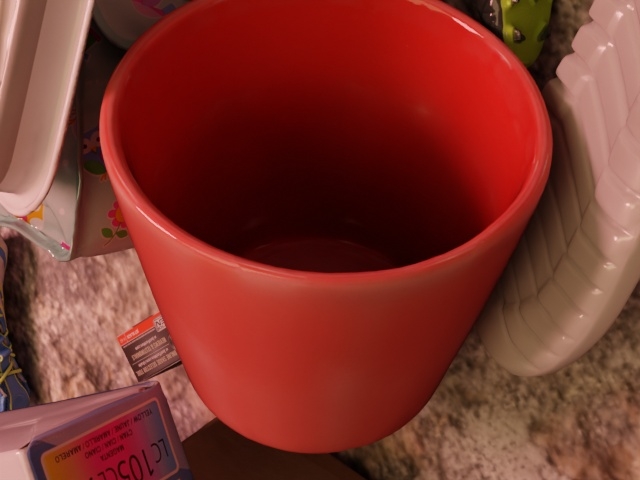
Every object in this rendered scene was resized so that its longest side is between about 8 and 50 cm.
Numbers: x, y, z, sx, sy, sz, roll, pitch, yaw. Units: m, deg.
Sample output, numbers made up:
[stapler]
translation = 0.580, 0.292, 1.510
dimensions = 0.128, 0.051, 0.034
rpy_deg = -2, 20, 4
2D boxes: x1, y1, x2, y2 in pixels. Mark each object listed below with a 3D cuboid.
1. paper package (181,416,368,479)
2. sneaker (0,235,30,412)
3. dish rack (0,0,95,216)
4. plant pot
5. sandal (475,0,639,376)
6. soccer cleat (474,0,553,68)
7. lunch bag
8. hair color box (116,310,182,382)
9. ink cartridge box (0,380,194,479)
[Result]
[paper package]
translation = -0.013, 0.353, 1.113
dimensions = 0.325, 0.168, 0.309
rpy_deg = 31, 121, 26
[sneaker]
translation = -0.322, 0.106, 1.340
dimensions = 0.126, 0.091, 0.240
rpy_deg = 31, 122, 5
[dish rack]
translation = -0.249, -0.197, 0.915
dimensions = 0.333, 0.072, 0.285
rpy_deg = 38, 117, 46
[plant pot]
translation = 0.000, 0.000, 0.923
dimensions = 0.275, 0.275, 0.243
rpy_deg = 35, 146, 24
[sandal]
translation = 0.206, -0.057, 0.847
dimensions = 0.416, 0.102, 0.169
rpy_deg = 113, 154, -44
[soccer cleat]
translation = 0.114, -0.201, 0.919
dimensions = 0.072, 0.060, 0.178
rpy_deg = -2, 96, 48
[lunch bag]
translation = -0.130, -0.138, 1.010
dimensions = 0.160, 0.223, 0.262
rpy_deg = 22, 114, 39
[hair color box]
translation = -0.084, 0.062, 1.092
dimensions = 0.072, 0.141, 0.043
rpy_deg = -30, 85, 39
[ink cartridge box]
translation = -0.189, 0.327, 1.035
dimensions = 0.270, 0.151, 0.395
rpy_deg = -14, 94, 40
